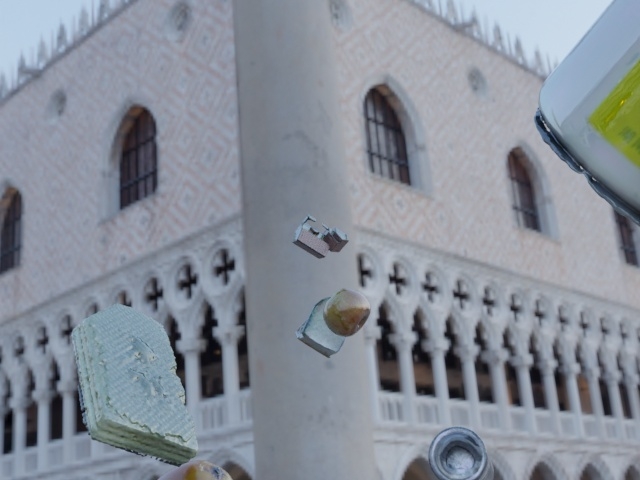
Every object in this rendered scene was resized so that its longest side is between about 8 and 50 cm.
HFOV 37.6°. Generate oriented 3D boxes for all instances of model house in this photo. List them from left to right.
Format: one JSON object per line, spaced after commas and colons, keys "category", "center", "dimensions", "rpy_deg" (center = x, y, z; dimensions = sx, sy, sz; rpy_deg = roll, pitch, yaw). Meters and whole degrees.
{"category": "model house", "center": [0.000, 0.000, 1.614], "dimensions": [0.083, 0.058, 0.057], "rpy_deg": [33, -70, -15]}
{"category": "model house", "center": [0.005, 0.172, 1.884], "dimensions": [0.087, 0.101, 0.100], "rpy_deg": [31, -21, -8]}

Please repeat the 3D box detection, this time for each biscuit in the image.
{"category": "biscuit", "center": [-0.243, 0.170, 1.212], "dimensions": [0.150, 0.252, 0.052], "rpy_deg": [31, -70, -36]}

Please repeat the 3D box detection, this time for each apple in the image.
{"category": "apple", "center": [0.041, 0.118, 1.558], "dimensions": [0.071, 0.084, 0.084], "rpy_deg": [35, -12, 15]}

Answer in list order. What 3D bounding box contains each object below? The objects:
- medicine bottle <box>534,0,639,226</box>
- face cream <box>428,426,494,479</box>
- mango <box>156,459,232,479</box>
{"category": "medicine bottle", "center": [0.379, -0.196, 0.803], "dimensions": [0.213, 0.214, 0.379], "rpy_deg": [12, -55, -40]}
{"category": "face cream", "center": [0.195, 0.306, 1.265], "dimensions": [0.073, 0.073, 0.283], "rpy_deg": [-8, -21, 10]}
{"category": "mango", "center": [-0.185, 0.415, 1.291], "dimensions": [0.138, 0.253, 0.113], "rpy_deg": [3, 21, -10]}
